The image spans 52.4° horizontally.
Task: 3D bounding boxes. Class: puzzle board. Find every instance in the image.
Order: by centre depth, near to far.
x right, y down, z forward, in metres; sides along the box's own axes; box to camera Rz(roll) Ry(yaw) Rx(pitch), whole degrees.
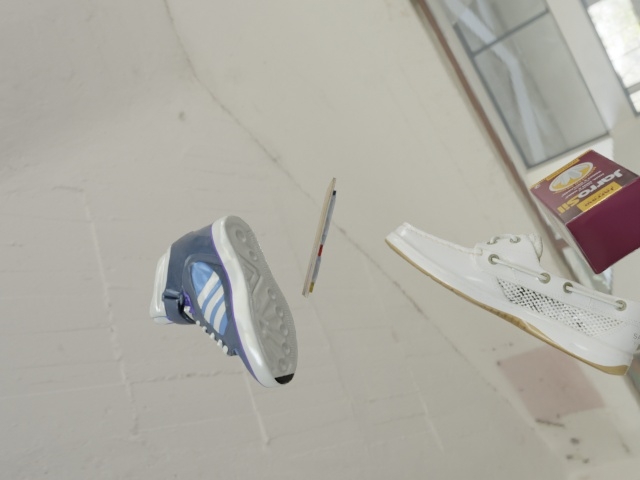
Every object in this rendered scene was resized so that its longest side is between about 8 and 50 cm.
[{"bbox_3d":[0.000,0.000,0.718,0.011,0.096,0.128,13,-94,-3],"label":"puzzle board"}]

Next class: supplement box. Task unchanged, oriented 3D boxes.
[{"bbox_3d":[0.355,-0.044,0.846,0.081,0.104,0.188,53,-166,-12],"label":"supplement box"}]

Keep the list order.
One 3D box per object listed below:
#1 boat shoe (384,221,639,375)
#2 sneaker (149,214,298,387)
[{"bbox_3d":[0.204,0.036,0.688,0.277,0.096,0.098,28,-177,14],"label":"boat shoe"},{"bbox_3d":[-0.189,0.137,1.161,0.130,0.236,0.323,6,-121,-58],"label":"sneaker"}]
